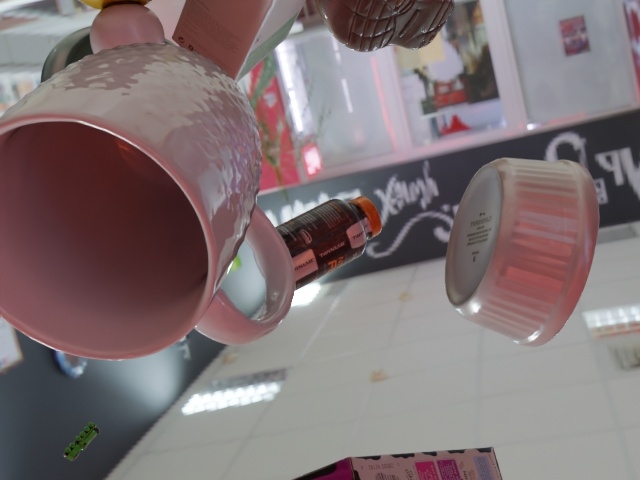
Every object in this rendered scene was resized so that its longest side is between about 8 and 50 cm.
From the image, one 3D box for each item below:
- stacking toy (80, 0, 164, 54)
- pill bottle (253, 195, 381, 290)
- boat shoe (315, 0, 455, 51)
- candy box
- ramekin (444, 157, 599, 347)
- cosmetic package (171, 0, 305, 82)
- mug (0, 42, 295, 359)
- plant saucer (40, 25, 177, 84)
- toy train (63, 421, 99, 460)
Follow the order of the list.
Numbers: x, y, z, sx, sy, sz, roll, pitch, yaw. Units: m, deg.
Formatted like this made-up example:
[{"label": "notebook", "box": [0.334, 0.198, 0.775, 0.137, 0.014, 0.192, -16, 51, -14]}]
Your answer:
[{"label": "stacking toy", "box": [-0.338, -0.488, 1.516, 0.350, 0.480, 0.350, -5, 180, 0]}, {"label": "pill bottle", "box": [0.000, 0.000, 1.874, 0.245, 0.130, 0.130, -28, -167, -22]}, {"label": "boat shoe", "box": [0.072, -0.341, 1.339, 0.123, 0.116, 0.324, -50, 161, 22]}, {"label": "candy box", "box": [0.053, 0.257, 0.917, 0.159, 0.071, 0.233, -30, 155, 35]}, {"label": "ramekin", "box": [0.273, 0.008, 1.358, 0.127, 0.273, 0.273, 13, -175, -9]}, {"label": "cosmetic package", "box": [-0.106, -0.460, 1.639, 0.197, 0.155, 0.365, -49, 179, -34]}, {"label": "mug", "box": [-0.169, -0.040, 1.065, 0.276, 0.374, 0.328, -36, -163, 27]}, {"label": "plant saucer", "box": [-0.336, -0.268, 1.711, 0.317, 0.318, 0.044, -19, 164, -34]}, {"label": "toy train", "box": [-0.392, 0.331, 1.575, 0.017, 0.023, 0.083, -61, 174, 37]}]
